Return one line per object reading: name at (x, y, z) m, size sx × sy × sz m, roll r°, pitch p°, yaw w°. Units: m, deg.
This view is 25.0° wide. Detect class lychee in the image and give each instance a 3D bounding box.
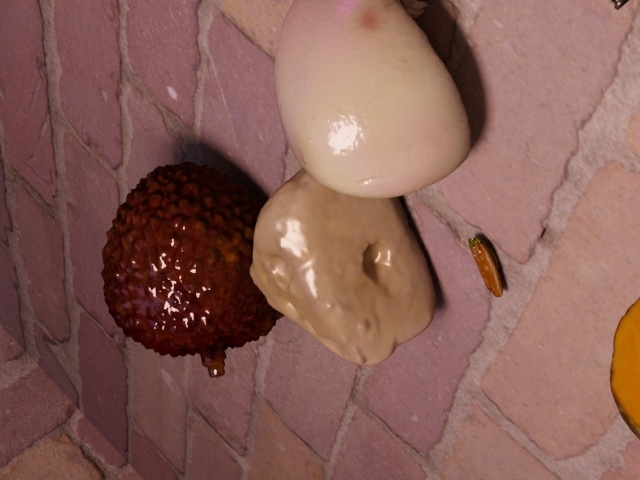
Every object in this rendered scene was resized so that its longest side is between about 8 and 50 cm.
lychee at (-0.171, 0.040, 2.005) m, size 0.275 × 0.275 × 0.304 m, roll -22°, pitch 81°, yaw 63°

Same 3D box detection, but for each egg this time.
egg at (0.035, -0.145, 1.523) m, size 0.271 × 0.161 × 0.206 m, roll 61°, pitch 168°, yaw -23°

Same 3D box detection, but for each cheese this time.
cheese at (-0.002, 0.001, 1.791) m, size 0.251 × 0.173 × 0.248 m, roll 30°, pitch 147°, yaw 48°

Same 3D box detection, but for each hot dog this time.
hot dog at (0.193, 0.028, 1.668) m, size 0.083 × 0.021 × 0.037 m, roll 66°, pitch 172°, yaw -30°

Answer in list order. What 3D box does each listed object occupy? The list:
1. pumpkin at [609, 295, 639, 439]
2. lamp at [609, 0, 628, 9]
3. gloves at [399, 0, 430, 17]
pumpkin at (0.410, 0.111, 1.233) m, size 0.139 × 0.222 × 0.317 m, roll 36°, pitch 167°, yaw -34°
lamp at (0.228, -0.253, 1.227) m, size 0.121 × 0.054 × 0.041 m, roll 49°, pitch 154°, yaw 10°
gloves at (0.090, -0.257, 1.476) m, size 0.081 × 0.037 × 0.044 m, roll 76°, pitch -178°, yaw -48°
